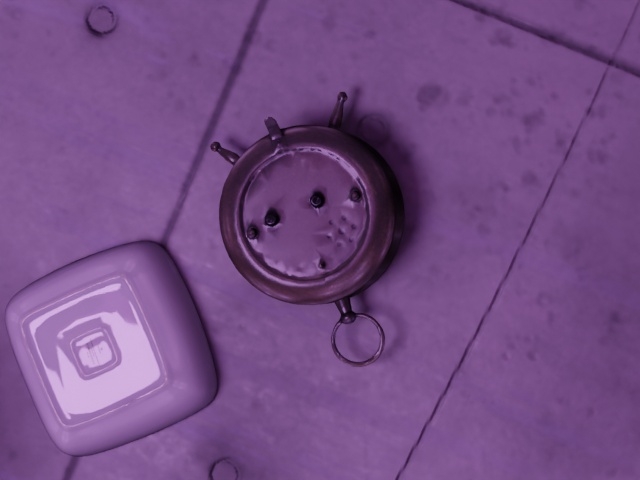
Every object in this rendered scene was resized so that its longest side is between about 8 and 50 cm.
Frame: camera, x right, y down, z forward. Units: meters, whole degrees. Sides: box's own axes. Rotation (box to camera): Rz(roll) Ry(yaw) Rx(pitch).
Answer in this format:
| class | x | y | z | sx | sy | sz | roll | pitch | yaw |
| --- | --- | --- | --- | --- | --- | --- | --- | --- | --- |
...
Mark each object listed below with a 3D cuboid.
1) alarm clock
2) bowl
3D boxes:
| class | x | y | z | sx | sy | sz | roll | pitch | yaw |
| --- | --- | --- | --- | --- | --- | --- | --- | --- | --- |
| alarm clock | 0.000 | 0.000 | 1.344 | 0.129 | 0.064 | 0.192 | -22 | 89 | 10 |
| bowl | -0.160 | 0.080 | 1.377 | 0.142 | 0.053 | 0.142 | -23 | 85 | 9 |
